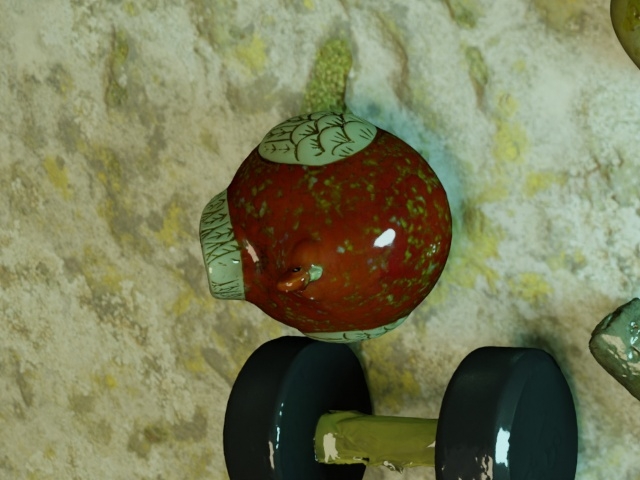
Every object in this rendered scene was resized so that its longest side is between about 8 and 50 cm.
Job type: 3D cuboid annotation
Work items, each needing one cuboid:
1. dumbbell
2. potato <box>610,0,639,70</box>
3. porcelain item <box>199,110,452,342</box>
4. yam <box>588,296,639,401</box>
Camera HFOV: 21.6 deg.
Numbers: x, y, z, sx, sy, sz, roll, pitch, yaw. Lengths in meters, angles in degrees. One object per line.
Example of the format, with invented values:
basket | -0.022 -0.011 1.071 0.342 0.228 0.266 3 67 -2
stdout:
dumbbell | 0.083 0.204 1.727 0.322 0.204 0.204 1 111 31
potato | 0.309 -0.193 1.495 0.091 0.070 0.138 -30 93 36
porcelain item | 0.000 0.000 1.673 0.253 0.253 0.253 13 117 27
yam | 0.338 0.136 1.619 0.179 0.078 0.078 44 127 5
